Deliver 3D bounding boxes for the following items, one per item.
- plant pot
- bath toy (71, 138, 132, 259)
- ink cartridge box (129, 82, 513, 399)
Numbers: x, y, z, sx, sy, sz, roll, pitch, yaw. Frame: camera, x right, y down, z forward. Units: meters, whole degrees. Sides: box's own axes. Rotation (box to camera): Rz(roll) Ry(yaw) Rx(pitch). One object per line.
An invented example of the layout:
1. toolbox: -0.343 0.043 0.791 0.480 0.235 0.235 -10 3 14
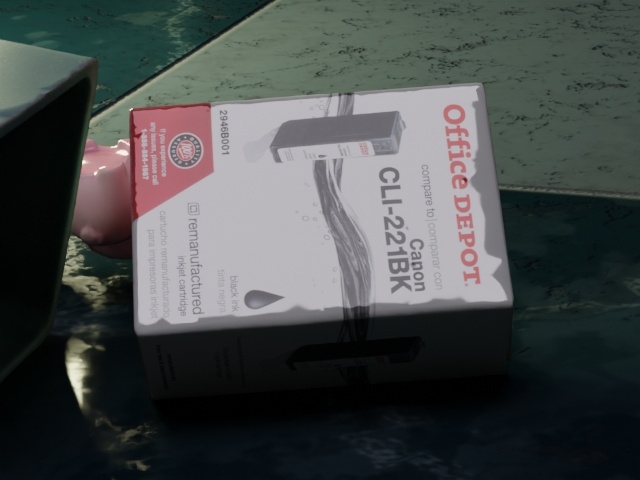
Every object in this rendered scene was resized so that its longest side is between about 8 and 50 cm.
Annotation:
1. plant pot: -0.340 -0.027 1.385 0.252 0.248 0.247 19 26 11
2. bath toy: -0.193 -0.024 1.603 0.348 0.129 0.151 1 25 17
3. ink cartridge box: 0.000 0.000 1.403 0.272 0.114 0.197 -4 60 -2
